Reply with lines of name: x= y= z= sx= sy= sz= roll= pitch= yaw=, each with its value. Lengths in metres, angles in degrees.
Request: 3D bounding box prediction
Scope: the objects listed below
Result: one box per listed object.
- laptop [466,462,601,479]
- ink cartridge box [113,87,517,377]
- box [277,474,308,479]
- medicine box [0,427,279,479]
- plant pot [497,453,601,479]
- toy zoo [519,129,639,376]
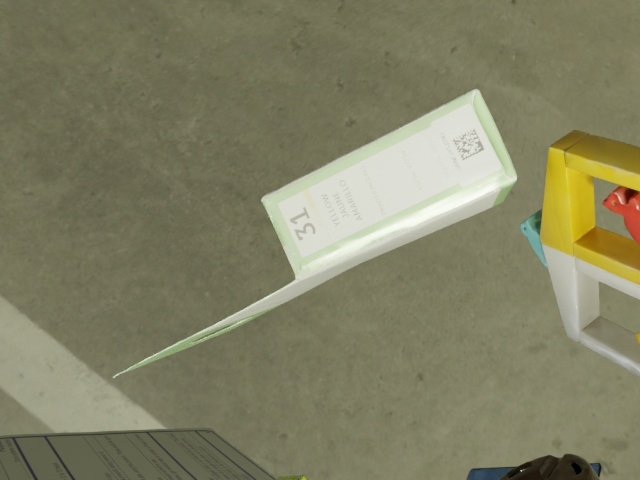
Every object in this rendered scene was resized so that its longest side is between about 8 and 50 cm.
laptop: x=0.233 y=0.540 z=1.138 sx=0.408 sy=0.236 sz=0.382 roll=3 pitch=159 yaw=-23
ink cartridge box: x=0.000 y=0.000 z=0.400 sx=0.235 sy=0.171 sz=0.056 roll=-24 pitch=85 yaw=12
box: x=-0.003 y=0.488 z=1.123 sx=0.178 sy=0.042 sz=0.109 roll=48 pitch=145 yaw=-5
medicine box: x=-0.177 y=0.294 z=0.599 sx=0.263 sy=0.289 sz=0.149 roll=11 pitch=92 yaw=53
plant pot: x=0.243 y=0.310 z=0.617 sx=0.167 sy=0.167 sz=0.165 roll=-31 pitch=88 yaw=24
toy zoo: x=0.250 y=0.037 z=0.429 sx=0.030 sy=0.293 sz=0.192 roll=-33 pitch=126 yaw=-19
